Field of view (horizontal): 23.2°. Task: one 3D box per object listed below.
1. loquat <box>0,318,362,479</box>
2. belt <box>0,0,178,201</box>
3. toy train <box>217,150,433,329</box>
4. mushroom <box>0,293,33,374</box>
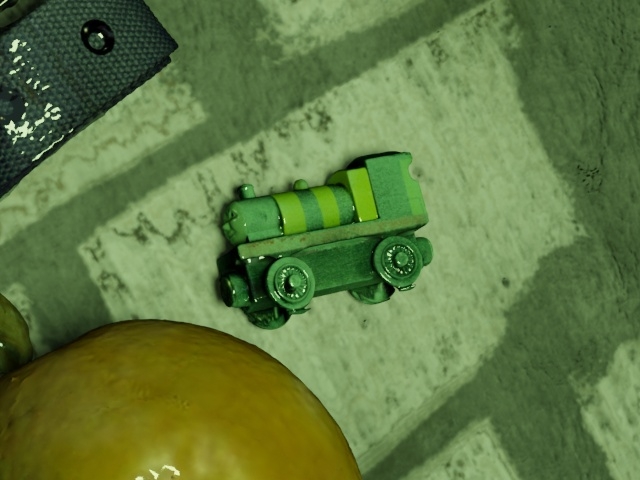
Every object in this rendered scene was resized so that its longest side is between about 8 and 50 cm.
[{"bbox_3d":[-0.123,0.219,1.164,0.328,0.328,0.328,2,86,-26],"label":"loquat"},{"bbox_3d":[-0.234,-0.128,1.237,0.230,0.139,0.126,-43,100,-20],"label":"belt"},{"bbox_3d":[0.000,0.000,1.377,0.200,0.083,0.132,-10,80,-27],"label":"toy train"},{"bbox_3d":[-0.363,0.136,1.187,0.312,0.081,0.100,-34,99,-20],"label":"mushroom"}]
